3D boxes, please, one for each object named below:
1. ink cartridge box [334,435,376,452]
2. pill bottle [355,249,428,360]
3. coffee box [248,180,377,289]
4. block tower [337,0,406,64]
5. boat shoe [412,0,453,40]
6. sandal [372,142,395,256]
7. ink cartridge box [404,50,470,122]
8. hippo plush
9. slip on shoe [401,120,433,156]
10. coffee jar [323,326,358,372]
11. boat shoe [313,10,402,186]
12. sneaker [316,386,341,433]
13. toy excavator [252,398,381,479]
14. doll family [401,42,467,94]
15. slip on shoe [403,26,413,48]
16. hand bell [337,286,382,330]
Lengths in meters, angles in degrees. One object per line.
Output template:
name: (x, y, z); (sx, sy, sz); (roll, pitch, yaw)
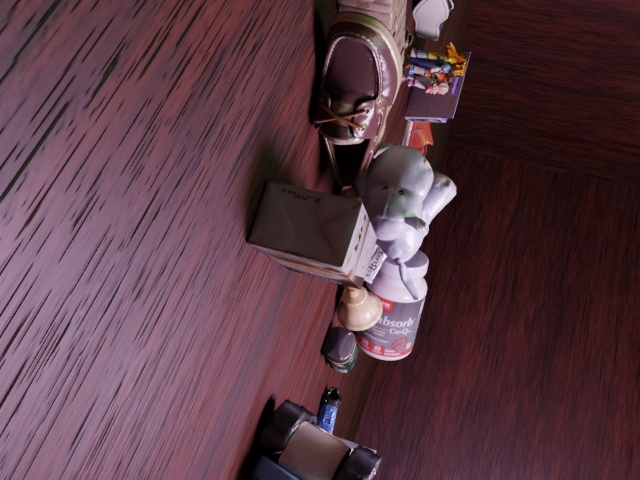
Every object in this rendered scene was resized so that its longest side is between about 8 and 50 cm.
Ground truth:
ink cartridge box: (0.026, 0.734, 1.729); (0.197, 0.198, 0.270); (36, 69, -77)
pill bottle: (0.245, 0.208, 2.014); (0.210, 0.210, 0.362); (-51, 153, -60)
coffee box: (0.000, 0.000, 0.911); (0.246, 0.141, 0.098); (46, 60, -74)
block tower: (0.085, -0.368, 0.956); (0.335, 0.091, 0.097); (75, 32, -66)
boat shoe: (0.301, -0.610, 1.563); (0.254, 0.095, 0.079); (19, 88, -78)
sandal: (0.149, -0.097, 1.483); (0.416, 0.169, 0.102); (88, -19, -51)
ink cartridge box: (0.364, -0.465, 1.802); (0.045, 0.208, 0.206); (14, 92, -36)
hippo plush: (0.116, -0.070, 1.145); (0.294, 0.234, 0.236); (-69, 160, -4)
slip on shoe: (0.336, -0.353, 1.992); (0.123, 0.101, 0.331); (-21, 124, -72)
coffee jar: (0.057, 0.301, 1.626); (0.184, 0.079, 0.096); (76, 35, -67)
boat shoe: (0.051, -0.204, 0.948); (0.342, 0.123, 0.123); (92, 16, -64)
sneaker: (0.024, 0.510, 1.764); (0.084, 0.058, 0.152); (99, 9, -48)
toy excavator: (-0.074, 0.595, 1.240); (0.445, 0.222, 0.433); (-57, 163, -13)
doll family: (0.321, -0.486, 1.636); (0.263, 0.163, 0.118); (-52, 154, -59)
slip on shoe: (0.200, -0.481, 1.410); (0.135, 0.041, 0.051); (-47, 149, -63)
hand bell: (0.080, 0.116, 1.514); (0.242, 0.126, 0.126); (71, 35, -49)
